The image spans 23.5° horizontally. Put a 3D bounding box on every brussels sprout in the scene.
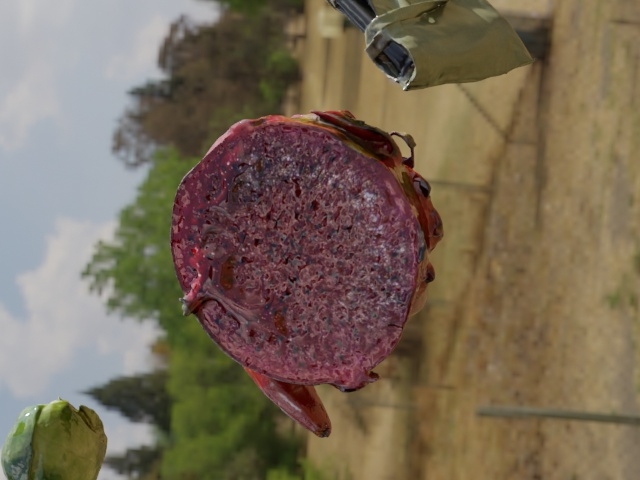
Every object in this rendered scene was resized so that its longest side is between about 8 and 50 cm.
[{"bbox_3d":[-0.394,0.316,2.273,0.183,0.131,0.145,56,-145,-59],"label":"brussels sprout"}]

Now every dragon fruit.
[{"bbox_3d":[0.000,0.000,2.084,0.386,0.371,0.249,66,-153,-7],"label":"dragon fruit"}]

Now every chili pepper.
[{"bbox_3d":[-0.037,0.207,2.158,0.169,0.088,0.065,55,165,15],"label":"chili pepper"}]

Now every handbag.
[{"bbox_3d":[0.129,-0.335,2.226,0.316,0.253,0.109,51,133,22],"label":"handbag"}]

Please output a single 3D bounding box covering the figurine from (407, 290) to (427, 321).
[{"bbox_3d":[0.063,0.097,2.411,0.173,0.173,0.173,-175,90,-90],"label":"figurine"}]
